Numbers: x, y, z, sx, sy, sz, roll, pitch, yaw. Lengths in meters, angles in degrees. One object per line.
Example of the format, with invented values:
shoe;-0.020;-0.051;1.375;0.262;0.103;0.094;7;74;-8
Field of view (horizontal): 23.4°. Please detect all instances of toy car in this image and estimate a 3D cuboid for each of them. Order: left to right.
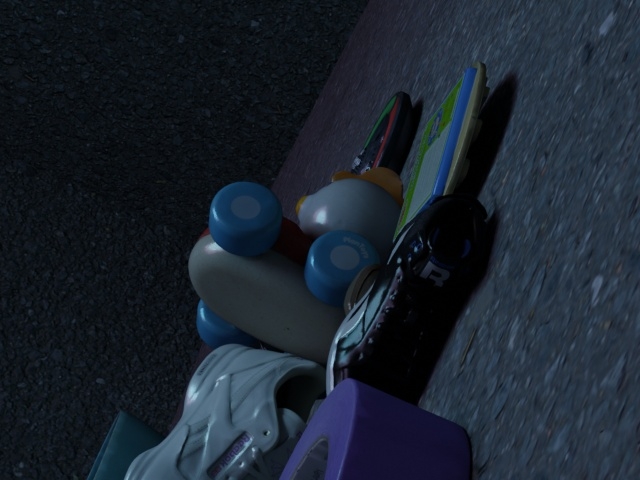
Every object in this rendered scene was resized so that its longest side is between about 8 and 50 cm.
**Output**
toy car;0.000;0.000;1.629;0.238;0.210;0.219;-55;-13;-36

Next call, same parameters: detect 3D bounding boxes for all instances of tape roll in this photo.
tape roll;0.006;0.239;1.083;0.275;0.090;0.275;-157;90;-84

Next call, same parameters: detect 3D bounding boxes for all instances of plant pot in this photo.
plant pot;-0.237;0.398;2.061;0.290;0.195;0.290;-156;90;-83

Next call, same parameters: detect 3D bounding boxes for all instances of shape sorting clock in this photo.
shape sorting clock;0.122;-0.073;1.485;0.206;0.040;0.206;-160;90;-83

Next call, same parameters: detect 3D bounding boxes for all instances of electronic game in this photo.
electronic game;0.063;-0.089;2.021;0.229;0.048;0.229;-156;90;-84

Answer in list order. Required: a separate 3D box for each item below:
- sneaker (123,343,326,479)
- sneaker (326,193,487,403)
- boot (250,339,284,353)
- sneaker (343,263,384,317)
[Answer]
sneaker;-0.092;0.221;1.494;0.152;0.114;0.305;0;48;33
sneaker;0.071;0.053;1.262;0.121;0.079;0.217;125;169;-68
boot;-0.065;0.141;2.025;0.246;0.094;0.207;-63;0;-31
sneaker;0.063;0.081;1.393;0.071;0.066;0.188;-41;25;35
